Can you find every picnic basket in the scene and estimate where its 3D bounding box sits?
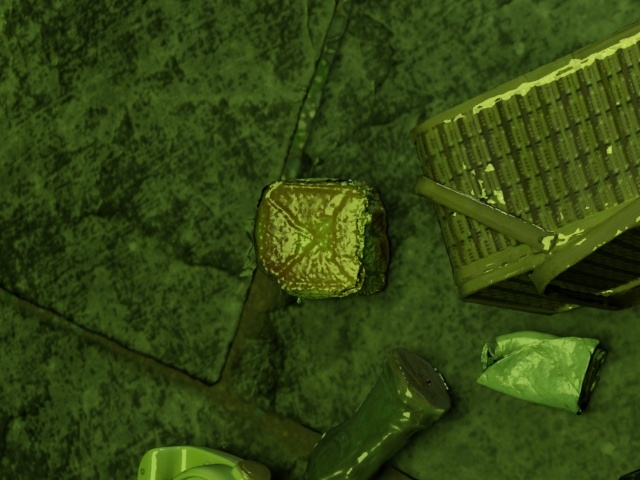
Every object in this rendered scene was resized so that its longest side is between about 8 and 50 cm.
[{"bbox_3d":[0.261,-0.051,1.332,0.312,0.228,0.175,-23,72,26],"label":"picnic basket"}]

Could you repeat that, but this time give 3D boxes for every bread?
[{"bbox_3d":[0.000,0.000,1.573,0.140,0.069,0.128,-1,86,27],"label":"bread"}]

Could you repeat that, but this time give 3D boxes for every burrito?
[{"bbox_3d":[0.204,0.117,1.456,0.118,0.044,0.074,13,96,28],"label":"burrito"}]

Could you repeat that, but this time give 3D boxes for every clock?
[{"bbox_3d":[-0.098,0.303,1.582,0.232,0.069,0.170,2,87,45],"label":"clock"}]

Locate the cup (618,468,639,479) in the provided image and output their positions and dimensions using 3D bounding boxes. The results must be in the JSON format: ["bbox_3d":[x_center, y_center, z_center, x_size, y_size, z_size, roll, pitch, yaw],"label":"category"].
[{"bbox_3d":[0.321,0.268,1.317,0.223,0.169,0.177,-31,78,43],"label":"cup"}]

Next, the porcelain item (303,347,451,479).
[{"bbox_3d":[0.037,0.207,1.534,0.216,0.069,0.081,-50,41,21],"label":"porcelain item"}]
